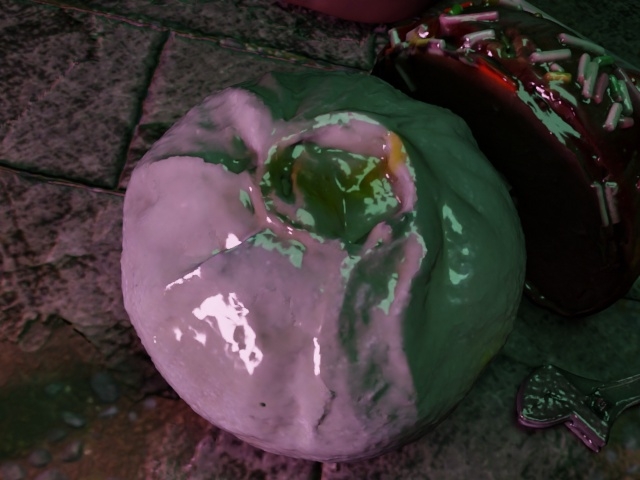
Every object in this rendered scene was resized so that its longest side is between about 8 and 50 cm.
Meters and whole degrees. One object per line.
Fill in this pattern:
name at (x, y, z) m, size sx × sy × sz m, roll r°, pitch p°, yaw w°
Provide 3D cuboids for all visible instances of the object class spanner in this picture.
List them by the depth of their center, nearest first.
spanner at (0.332, 0.137, 0.872) m, size 0.325 × 0.026 × 0.093 m, roll -11°, pitch 59°, yaw -21°

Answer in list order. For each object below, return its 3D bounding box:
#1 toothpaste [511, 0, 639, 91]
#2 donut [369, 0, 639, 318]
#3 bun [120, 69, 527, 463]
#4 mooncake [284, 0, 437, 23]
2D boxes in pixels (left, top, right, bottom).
toothpaste at (0.331, -0.201, 1.077) m, size 0.323 × 0.066 × 0.100 m, roll 38°, pitch 62°, yaw 19°
donut at (0.193, -0.102, 0.859) m, size 0.136 × 0.259 × 0.345 m, roll -39°, pitch 71°, yaw -24°
bun at (0.000, 0.000, 0.755) m, size 0.362 × 0.211 × 0.362 m, roll -2°, pitch 65°, yaw 3°
mooncake at (0.035, -0.436, 1.105) m, size 0.334 × 0.174 × 0.326 m, roll 15°, pitch 57°, yaw -3°
